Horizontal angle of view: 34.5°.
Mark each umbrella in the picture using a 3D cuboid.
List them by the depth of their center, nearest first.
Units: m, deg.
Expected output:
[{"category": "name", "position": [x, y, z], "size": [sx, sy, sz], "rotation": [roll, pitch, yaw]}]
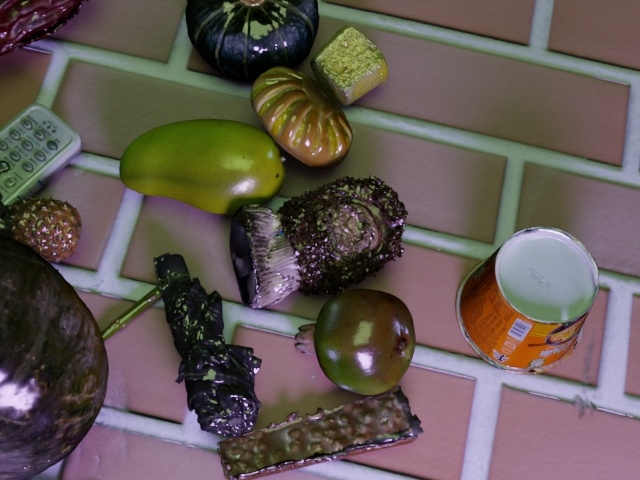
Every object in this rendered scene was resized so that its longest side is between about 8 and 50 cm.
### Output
[{"category": "umbrella", "position": [-0.182, 0.163, 1.701], "size": [0.128, 0.154, 0.336], "rotation": [-34, 48, 14]}]

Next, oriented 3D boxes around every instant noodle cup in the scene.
[{"category": "instant noodle cup", "position": [0.356, 0.090, 1.735], "size": [0.230, 0.182, 0.230], "rotation": [1, 66, -3]}]

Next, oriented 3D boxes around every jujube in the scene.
[{"category": "jujube", "position": [-0.597, -0.466, 1.878], "size": [0.377, 0.258, 0.258], "rotation": [-32, 72, -30]}]

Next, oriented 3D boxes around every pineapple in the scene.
[{"category": "pineapple", "position": [-0.529, -0.030, 1.707], "size": [0.251, 0.125, 0.125], "rotation": [14, 62, -33]}]

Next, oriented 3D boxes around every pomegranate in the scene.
[{"category": "pomegranate", "position": [0.051, 0.163, 1.700], "size": [0.210, 0.180, 0.180], "rotation": [-5, 60, 36]}]

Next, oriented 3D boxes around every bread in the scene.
[{"category": "bread", "position": [-0.030, -0.226, 1.840], "size": [0.213, 0.105, 0.213], "rotation": [34, 29, -22]}, {"category": "bread", "position": [0.054, -0.323, 1.933], "size": [0.114, 0.111, 0.129], "rotation": [-40, 77, -15]}]

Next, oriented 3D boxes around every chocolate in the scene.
[{"category": "chocolate", "position": [-0.001, 0.325, 1.670], "size": [0.329, 0.065, 0.102], "rotation": [-12, 49, -11]}]

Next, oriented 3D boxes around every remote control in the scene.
[{"category": "remote control", "position": [-0.573, -0.097, 1.806], "size": [0.128, 0.065, 0.335], "rotation": [40, 69, 10]}]

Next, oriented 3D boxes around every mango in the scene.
[{"category": "mango", "position": [-0.206, -0.132, 1.814], "size": [0.293, 0.143, 0.175], "rotation": [3, 61, 5]}]

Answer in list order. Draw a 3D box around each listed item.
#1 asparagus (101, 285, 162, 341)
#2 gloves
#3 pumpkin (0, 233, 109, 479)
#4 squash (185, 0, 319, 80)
[{"category": "asparagus", "position": [-0.361, 0.162, 1.732], "size": [0.248, 0.025, 0.024], "rotation": [-42, 118, -20]}, {"category": "gloves", "position": [0.000, -0.006, 1.773], "size": [0.312, 0.135, 0.210], "rotation": [-9, 68, -9]}, {"category": "pumpkin", "position": [-0.528, 0.164, 1.486], "size": [0.454, 0.454, 0.344], "rotation": [7, 53, -2]}, {"category": "squash", "position": [-0.124, -0.419, 1.931], "size": [0.252, 0.165, 0.252], "rotation": [1, 69, -2]}]
